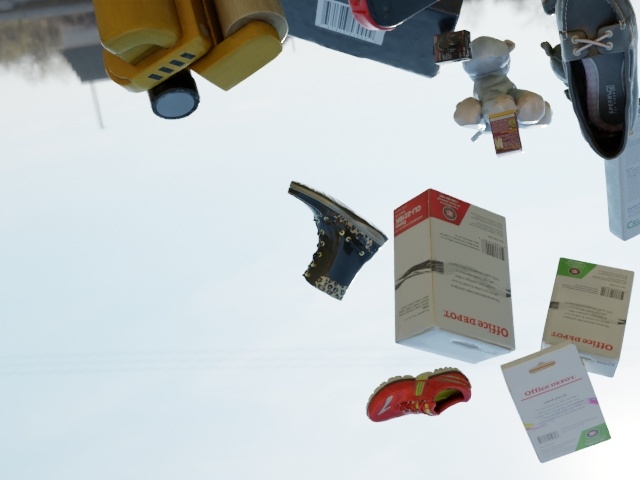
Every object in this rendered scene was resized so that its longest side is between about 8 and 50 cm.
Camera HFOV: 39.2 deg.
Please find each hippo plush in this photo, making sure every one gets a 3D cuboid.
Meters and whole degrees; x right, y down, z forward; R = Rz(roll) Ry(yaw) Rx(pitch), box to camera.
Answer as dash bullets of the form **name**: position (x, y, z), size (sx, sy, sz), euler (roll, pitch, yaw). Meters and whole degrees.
- **hippo plush**: position (0.461, -0.396, 2.266), size (0.234, 0.237, 0.294), euler (-4, 176, 21)

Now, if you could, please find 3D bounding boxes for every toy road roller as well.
- **toy road roller**: position (-0.248, -0.385, 1.588), size (0.329, 0.202, 0.240), euler (-28, 152, 20)

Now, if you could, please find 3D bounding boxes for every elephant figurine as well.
- **elephant figurine**: position (0.701, -0.414, 2.289), size (0.186, 0.169, 0.239), euler (-24, -131, 2)

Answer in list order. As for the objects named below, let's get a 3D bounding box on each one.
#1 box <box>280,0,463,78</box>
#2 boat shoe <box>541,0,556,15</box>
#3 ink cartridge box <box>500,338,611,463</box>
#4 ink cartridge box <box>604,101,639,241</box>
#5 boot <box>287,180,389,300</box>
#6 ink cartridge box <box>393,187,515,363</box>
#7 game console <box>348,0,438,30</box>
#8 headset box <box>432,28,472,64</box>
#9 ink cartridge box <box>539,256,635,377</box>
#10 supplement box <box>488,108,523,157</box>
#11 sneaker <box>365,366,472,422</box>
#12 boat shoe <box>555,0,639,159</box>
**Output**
- **box**: position (0.124, -0.701, 2.081), size (0.480, 0.472, 0.297), euler (17, 161, 1)
- **boat shoe**: position (0.362, -0.462, 1.403), size (0.077, 0.219, 0.070), euler (4, 170, -35)
- **ink cartridge box**: position (0.609, 0.400, 2.365), size (0.207, 0.353, 0.119), euler (-22, -151, 9)
- **ink cartridge box**: position (0.764, -0.202, 1.950), size (0.324, 0.330, 0.071), euler (-23, -148, -13)
- **boot**: position (0.001, 0.001, 1.864), size (0.236, 0.179, 0.085), euler (32, -171, -8)
- **ink cartridge box**: position (0.241, 0.070, 1.637), size (0.197, 0.273, 0.114), euler (18, 149, -30)
- **game console**: position (0.163, -0.611, 1.643), size (0.342, 0.386, 0.060), euler (-35, -142, -21)
- **headset box**: position (0.279, -0.412, 1.922), size (0.083, 0.062, 0.032), euler (-2, 180, 34)
- **ink cartridge box**: position (0.737, 0.211, 2.494), size (0.211, 0.121, 0.289), euler (13, -122, 16)
- **supplement box**: position (0.372, -0.214, 1.801), size (0.055, 0.083, 0.043), euler (-11, 170, 16)
- **sneaker**: position (0.249, 0.400, 2.267), size (0.279, 0.107, 0.118), euler (-19, -151, -4)
- **boat shoe**: position (0.430, -0.260, 1.369), size (0.112, 0.335, 0.095), euler (-5, -129, 23)
